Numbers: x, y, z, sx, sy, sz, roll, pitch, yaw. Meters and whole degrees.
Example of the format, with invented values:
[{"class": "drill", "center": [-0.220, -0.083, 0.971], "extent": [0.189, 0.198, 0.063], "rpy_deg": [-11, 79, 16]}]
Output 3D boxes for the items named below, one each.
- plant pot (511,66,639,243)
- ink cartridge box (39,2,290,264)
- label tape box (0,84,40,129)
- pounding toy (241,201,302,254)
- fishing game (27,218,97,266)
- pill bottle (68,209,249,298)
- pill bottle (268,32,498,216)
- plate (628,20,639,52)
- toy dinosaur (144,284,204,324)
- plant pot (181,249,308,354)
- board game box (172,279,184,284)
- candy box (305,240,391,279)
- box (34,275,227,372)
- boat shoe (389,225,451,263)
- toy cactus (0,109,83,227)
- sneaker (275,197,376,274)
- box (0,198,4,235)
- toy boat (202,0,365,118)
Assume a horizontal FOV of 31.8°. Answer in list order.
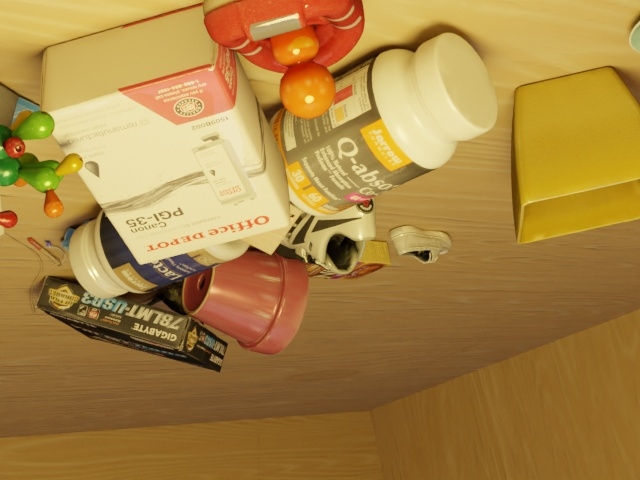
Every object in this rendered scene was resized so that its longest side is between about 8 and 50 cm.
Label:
[{"class": "plant pot", "center": [0.372, -0.130, 1.644], "extent": [0.212, 0.187, 0.212], "rpy_deg": [-13, 163, 4]}, {"class": "ink cartridge box", "center": [-0.170, -0.115, 1.312], "extent": [0.207, 0.117, 0.283], "rpy_deg": [-14, 140, 8]}, {"class": "label tape box", "center": [-0.492, -0.121, 1.267], "extent": [0.240, 0.106, 0.333], "rpy_deg": [-16, 162, 16]}, {"class": "pounding toy", "center": [-0.134, -0.104, 1.546], "extent": [0.206, 0.181, 0.094], "rpy_deg": [28, 115, -20]}, {"class": "fishing game", "center": [-0.341, 0.004, 1.881], "extent": [0.264, 0.041, 0.189], "rpy_deg": [-12, 160, 4]}, {"class": "pill bottle", "center": [-0.246, -0.008, 1.705], "extent": [0.264, 0.153, 0.153], "rpy_deg": [-21, 160, 30]}, {"class": "pill bottle", "center": [0.076, -0.148, 1.442], "extent": [0.278, 0.162, 0.162], "rpy_deg": [-24, 159, 37]}, {"class": "plate", "center": [0.493, -0.295, 1.466], "extent": [0.188, 0.024, 0.188], "rpy_deg": [-11, 162, -3]}, {"class": "toy dinosaur", "center": [-0.269, 0.121, 2.223], "extent": [0.118, 0.064, 0.268], "rpy_deg": [15, 167, -19]}, {"class": "plant pot", "center": [-0.148, 0.096, 2.074], "extent": [0.180, 0.201, 0.201], "rpy_deg": [18, 151, -28]}, {"class": "board game box", "center": [-0.239, 0.063, 2.164], "extent": [0.090, 0.020, 0.090], "rpy_deg": [3, 158, -37]}, {"class": "candy box", "center": [0.033, 0.037, 2.200], "extent": [0.186, 0.053, 0.109], "rpy_deg": [6, 157, -40]}, {"class": "box", "center": [-0.350, 0.165, 2.136], "extent": [0.295, 0.073, 0.293], "rpy_deg": [14, 169, 11]}, {"class": "boat shoe", "center": [0.204, 0.015, 2.213], "extent": [0.066, 0.063, 0.184], "rpy_deg": [-20, 161, 27]}, {"class": "toy cactus", "center": [-0.364, -0.068, 1.203], "extent": [0.180, 0.112, 0.219], "rpy_deg": [7, 158, -33]}, {"class": "sneaker", "center": [0.000, 0.000, 1.908], "extent": [0.122, 0.146, 0.330], "rpy_deg": [-5, 164, -23]}, {"class": "box", "center": [-0.594, 0.012, 1.701], "extent": [0.324, 0.067, 0.063], "rpy_deg": [-24, 159, 38]}, {"class": "toy boat", "center": [-0.025, -0.202, 1.178], "extent": [0.151, 0.151, 0.231], "rpy_deg": [-14, -179, 10]}]
